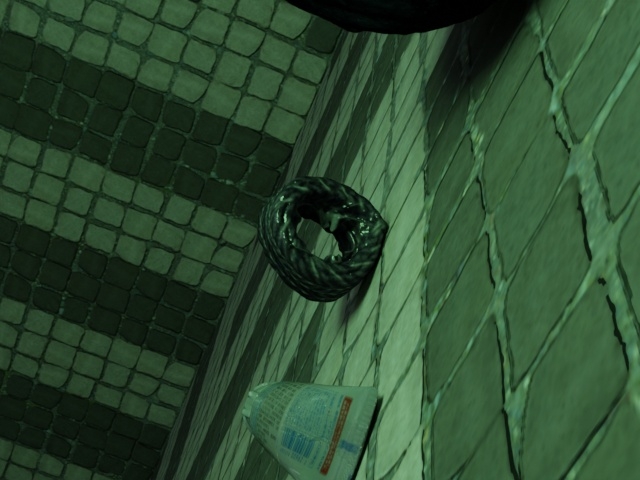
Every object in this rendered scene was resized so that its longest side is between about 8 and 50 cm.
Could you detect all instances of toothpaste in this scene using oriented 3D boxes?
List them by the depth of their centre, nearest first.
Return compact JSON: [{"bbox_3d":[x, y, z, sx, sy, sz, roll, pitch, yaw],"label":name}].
[{"bbox_3d":[-0.011,0.141,0.786,0.234,0.057,0.089,170,119,-75],"label":"toothpaste"}]

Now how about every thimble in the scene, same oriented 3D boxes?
[{"bbox_3d":[-0.002,0.000,0.904,0.066,0.104,0.095,-42,30,59],"label":"thimble"}]

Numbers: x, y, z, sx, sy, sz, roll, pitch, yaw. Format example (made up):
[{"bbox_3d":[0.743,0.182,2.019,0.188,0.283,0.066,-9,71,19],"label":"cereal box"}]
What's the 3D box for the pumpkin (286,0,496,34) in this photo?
[{"bbox_3d":[0.062,-0.325,0.748,0.363,0.266,0.363,-162,90,-85],"label":"pumpkin"}]
